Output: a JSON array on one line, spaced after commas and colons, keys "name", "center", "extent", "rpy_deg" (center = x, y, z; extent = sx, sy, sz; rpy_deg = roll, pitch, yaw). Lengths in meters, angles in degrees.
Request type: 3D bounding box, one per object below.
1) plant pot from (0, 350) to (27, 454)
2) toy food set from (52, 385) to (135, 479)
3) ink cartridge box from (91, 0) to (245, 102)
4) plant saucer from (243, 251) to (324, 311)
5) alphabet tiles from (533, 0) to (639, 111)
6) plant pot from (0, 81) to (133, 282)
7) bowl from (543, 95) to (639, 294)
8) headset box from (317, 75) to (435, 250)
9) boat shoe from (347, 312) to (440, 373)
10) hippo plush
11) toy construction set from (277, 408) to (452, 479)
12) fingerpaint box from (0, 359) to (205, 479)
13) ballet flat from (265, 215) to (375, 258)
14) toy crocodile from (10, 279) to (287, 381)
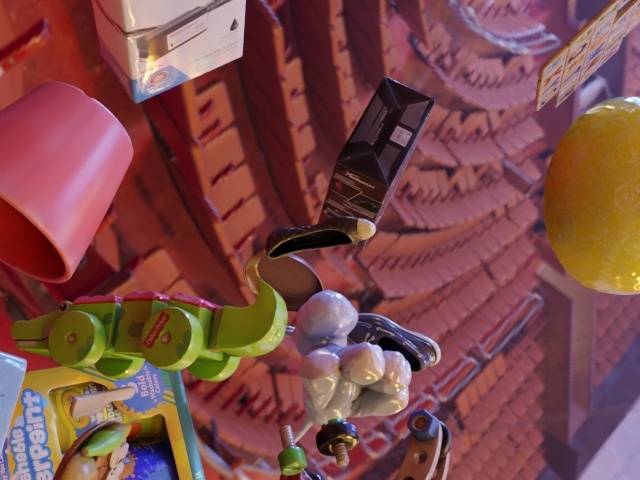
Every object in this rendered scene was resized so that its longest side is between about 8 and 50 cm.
[{"name": "plant pot", "center": [-0.637, 0.253, 1.224], "extent": [0.252, 0.247, 0.247], "rpy_deg": [44, 45, -47]}, {"name": "toy food set", "center": [-0.242, 0.254, 0.892], "extent": [0.132, 0.039, 0.192], "rpy_deg": [3, 106, -71]}, {"name": "ink cartridge box", "center": [-0.311, -0.503, 1.727], "extent": [0.285, 0.166, 0.395], "rpy_deg": [-29, 162, -19]}, {"name": "plant saucer", "center": [-0.082, 0.089, 1.952], "extent": [0.198, 0.199, 0.036], "rpy_deg": [111, 1, -49]}, {"name": "alphabet tiles", "center": [0.340, -0.240, 1.036], "extent": [0.198, 0.009, 0.237], "rpy_deg": [-44, 166, 3]}, {"name": "plant pot", "center": [-0.452, -0.108, 1.360], "extent": [0.243, 0.275, 0.275], "rpy_deg": [-58, 170, -29]}, {"name": "bowl", "center": [0.469, -0.057, 1.145], "extent": [0.289, 0.289, 0.156], "rpy_deg": [-48, -159, -11]}, {"name": "headset box", "center": [0.097, -0.132, 1.599], "extent": [0.218, 0.110, 0.293], "rpy_deg": [-61, 175, -26]}, {"name": "boat shoe", "center": [0.133, 0.211, 1.731], "extent": [0.069, 0.228, 0.081], "rpy_deg": [-24, 123, -50]}, {"name": "hippo plush", "center": [0.046, 0.234, 1.673], "extent": [0.234, 0.236, 0.294], "rpy_deg": [0, 136, -12]}, {"name": "toy construction set", "center": [0.084, 0.408, 1.151], "extent": [0.257, 0.237, 0.309], "rpy_deg": [-9, 139, -11]}, {"name": "fingerpaint box", "center": [-0.392, 0.437, 1.431], "extent": [0.371, 0.444, 0.163], "rpy_deg": [-4, 163, -37]}, {"name": "ballet flat", "center": [0.000, 0.000, 1.254], "extent": [0.057, 0.173, 0.049], "rpy_deg": [62, 26, -45]}, {"name": "toy crocodile", "center": [-0.200, 0.101, 0.954], "extent": [0.115, 0.341, 0.105], "rpy_deg": [34, 56, -60]}]
